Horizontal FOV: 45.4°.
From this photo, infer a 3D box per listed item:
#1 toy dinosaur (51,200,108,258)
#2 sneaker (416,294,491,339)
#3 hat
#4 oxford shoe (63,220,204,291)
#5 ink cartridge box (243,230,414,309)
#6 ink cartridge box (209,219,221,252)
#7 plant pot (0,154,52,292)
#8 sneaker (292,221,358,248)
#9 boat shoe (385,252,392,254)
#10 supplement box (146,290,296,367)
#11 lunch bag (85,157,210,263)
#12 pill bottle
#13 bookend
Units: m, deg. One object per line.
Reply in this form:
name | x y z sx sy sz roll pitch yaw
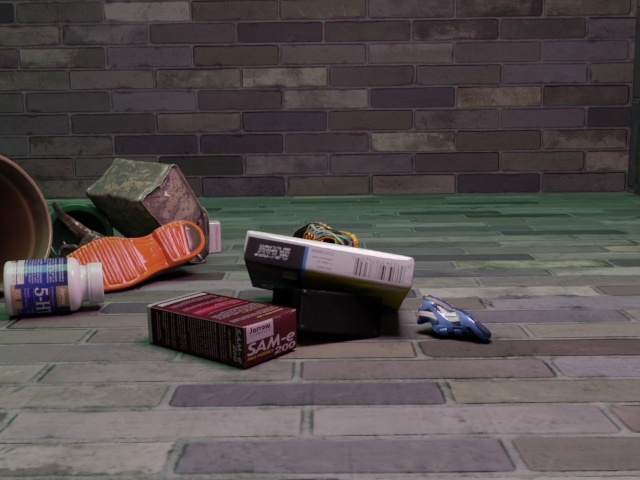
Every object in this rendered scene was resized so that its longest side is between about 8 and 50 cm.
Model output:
toy dinosaur | -0.582 0.016 1.893 0.268 0.118 0.064 38 9 -30
sneaker | 0.234 0.148 1.355 0.144 0.059 0.053 25 -9 34
hat | -0.654 -0.004 2.066 0.208 0.173 0.183 21 -10 -6
oxford shoe | -0.452 0.062 1.815 0.363 0.130 0.133 -15 -17 -33
ink cartridge box | 0.013 0.074 1.478 0.303 0.072 0.307 8 -18 3
ink cartridge box | -0.348 -0.010 2.194 0.122 0.089 0.052 -4 10 -17
plant pot | -0.840 -0.017 1.761 0.280 0.323 0.323 -13 2 30
sneaker | 0.000 0.000 2.143 0.214 0.084 0.083 8 18 37
boat shoe | 0.080 0.080 1.682 0.227 0.081 0.069 -9 13 -6
supplement box | -0.171 0.147 1.311 0.239 0.073 0.130 6 13 39
lunch bag | -0.437 -0.065 2.040 0.235 0.287 0.169 9 51 36
pill bottle | -0.538 0.091 1.552 0.186 0.112 0.112 -4 10 -16
bookend | 0.007 0.130 1.401 0.156 0.073 0.157 7 -5 -23
